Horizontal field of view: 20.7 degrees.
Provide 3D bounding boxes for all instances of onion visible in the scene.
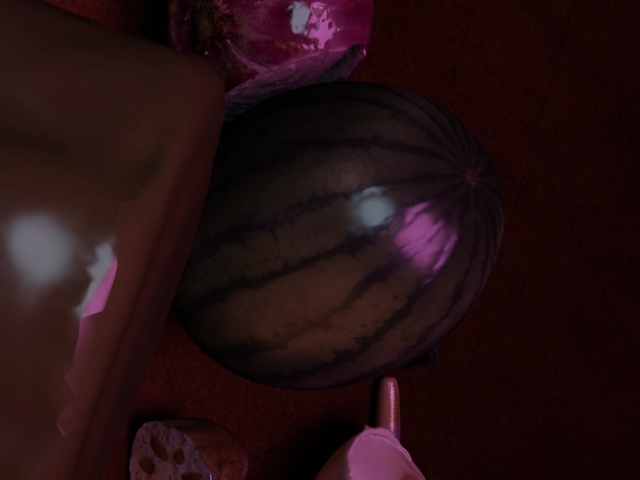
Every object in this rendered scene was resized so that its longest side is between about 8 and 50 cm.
[{"bbox_3d":[-0.054,-0.222,1.647,0.200,0.207,0.201,2,82,-14],"label":"onion"}]

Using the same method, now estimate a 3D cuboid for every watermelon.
[{"bbox_3d":[0.000,0.000,1.637,0.279,0.359,0.279,35,44,-42],"label":"watermelon"}]

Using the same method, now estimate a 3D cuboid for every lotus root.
[{"bbox_3d":[-0.134,0.235,1.765,0.081,0.112,0.122,-20,127,-54],"label":"lotus root"}]

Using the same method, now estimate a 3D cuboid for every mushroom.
[{"bbox_3d":[0.042,0.318,1.960,0.173,0.162,0.236,-36,148,27],"label":"mushroom"}]

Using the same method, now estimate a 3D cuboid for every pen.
[{"bbox_3d":[0.078,0.268,2.031,0.040,0.032,0.233,-26,121,-63],"label":"pen"}]

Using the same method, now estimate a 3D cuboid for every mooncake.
[{"bbox_3d":[-0.255,0.038,1.375,0.467,0.262,0.467,20,90,-87],"label":"mooncake"}]

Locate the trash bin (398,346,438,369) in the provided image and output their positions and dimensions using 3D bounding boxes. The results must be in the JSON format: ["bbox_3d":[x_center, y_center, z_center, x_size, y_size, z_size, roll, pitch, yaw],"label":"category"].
[{"bbox_3d":[0.066,0.031,1.868,0.175,0.175,0.161,39,65,-43],"label":"trash bin"}]
